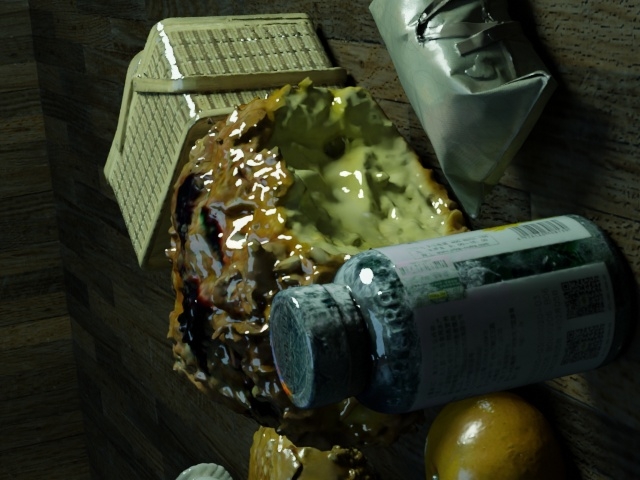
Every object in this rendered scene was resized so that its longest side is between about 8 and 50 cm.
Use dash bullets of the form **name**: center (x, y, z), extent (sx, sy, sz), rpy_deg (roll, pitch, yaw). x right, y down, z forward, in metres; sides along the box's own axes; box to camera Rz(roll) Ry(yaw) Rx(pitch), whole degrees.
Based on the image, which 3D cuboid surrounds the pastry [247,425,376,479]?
- **pastry**: center (-0.010, 0.374, 1.835), extent (0.255, 0.162, 0.310), rpy_deg (-134, 48, -72)

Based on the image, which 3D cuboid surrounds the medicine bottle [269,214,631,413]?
- **medicine bottle**: center (0.108, 0.067, 1.212), extent (0.141, 0.293, 0.141), rpy_deg (170, 90, -68)

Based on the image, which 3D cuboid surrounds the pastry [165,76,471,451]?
- **pastry**: center (-0.018, 0.042, 1.508), extent (0.405, 0.292, 0.337), rpy_deg (62, 140, 36)

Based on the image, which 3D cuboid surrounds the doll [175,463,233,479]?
- **doll**: center (-0.162, 0.450, 2.318), extent (0.119, 0.138, 0.293), rpy_deg (-57, 31, -1)

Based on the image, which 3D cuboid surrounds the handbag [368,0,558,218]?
- **handbag**: center (0.127, -0.179, 1.310), extent (0.182, 0.117, 0.270), rpy_deg (-57, 46, 49)

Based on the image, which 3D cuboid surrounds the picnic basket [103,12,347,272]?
- **picnic basket**: center (-0.118, -0.130, 1.756), extent (0.175, 0.228, 0.313), rpy_deg (66, 149, 30)

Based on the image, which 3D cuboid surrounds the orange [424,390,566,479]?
- **orange**: center (0.164, 0.222, 1.375), extent (0.156, 0.124, 0.156), rpy_deg (43, 139, 52)
